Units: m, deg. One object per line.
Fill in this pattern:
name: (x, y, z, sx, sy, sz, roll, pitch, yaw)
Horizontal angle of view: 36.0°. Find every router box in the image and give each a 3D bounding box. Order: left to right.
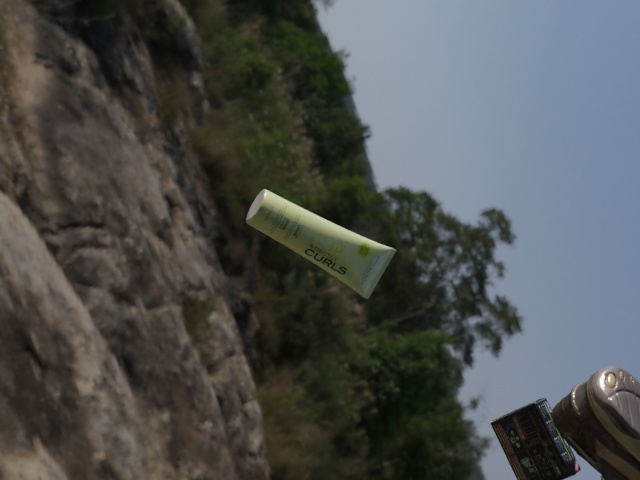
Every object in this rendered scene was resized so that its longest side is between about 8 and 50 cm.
router box: (0.326, 0.313, 1.501, 0.038, 0.092, 0.122, -8, 70, -49)

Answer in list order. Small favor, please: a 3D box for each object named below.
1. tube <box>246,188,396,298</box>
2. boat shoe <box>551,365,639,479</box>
tube: (0.000, 0.000, 1.553, 0.240, 0.070, 0.062, 29, 46, -17)
boat shoe: (0.471, 0.328, 1.437, 0.355, 0.130, 0.132, 49, 38, -13)
